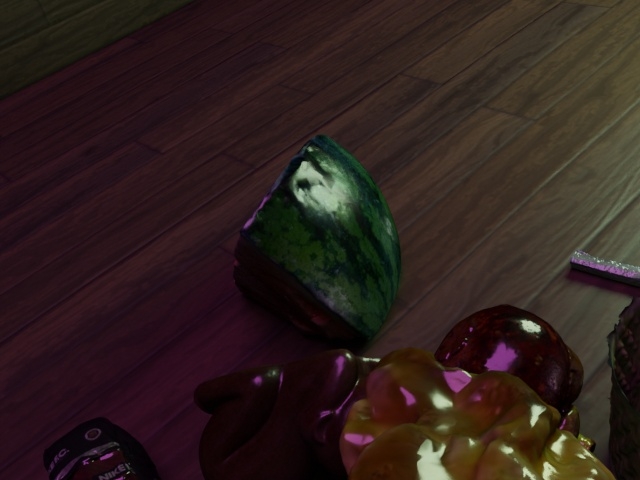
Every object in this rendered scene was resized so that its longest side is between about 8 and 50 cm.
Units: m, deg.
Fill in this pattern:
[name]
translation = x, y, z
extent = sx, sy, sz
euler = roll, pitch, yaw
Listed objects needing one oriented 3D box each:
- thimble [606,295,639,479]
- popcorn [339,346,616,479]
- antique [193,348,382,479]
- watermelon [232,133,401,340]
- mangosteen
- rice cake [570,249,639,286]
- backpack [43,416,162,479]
[thimble]
translation = 0.392, 0.160, 0.616
extent = 0.271, 0.150, 0.271
euler = -9, 33, 6
[popcorn]
translation = 0.100, 0.191, 0.500
extent = 0.206, 0.237, 0.251
euler = -31, 72, 8
[antique]
translation = -0.021, 0.197, 0.724
extent = 0.257, 0.121, 0.143
euler = -19, 65, 25
[watermelon]
translation = 0.026, 0.007, 0.980
extent = 0.222, 0.319, 0.292
euler = 36, 61, 6
[mangosteen]
translation = 0.199, 0.151, 0.725
extent = 0.156, 0.181, 0.145
euler = -49, 28, 30
[rice cake]
translation = 0.381, 0.039, 0.901
extent = 0.121, 0.021, 0.022
euler = 18, 59, 36
[backpack]
translation = -0.241, 0.268, 0.768
extent = 0.120, 0.106, 0.165
euler = -38, 45, -20
